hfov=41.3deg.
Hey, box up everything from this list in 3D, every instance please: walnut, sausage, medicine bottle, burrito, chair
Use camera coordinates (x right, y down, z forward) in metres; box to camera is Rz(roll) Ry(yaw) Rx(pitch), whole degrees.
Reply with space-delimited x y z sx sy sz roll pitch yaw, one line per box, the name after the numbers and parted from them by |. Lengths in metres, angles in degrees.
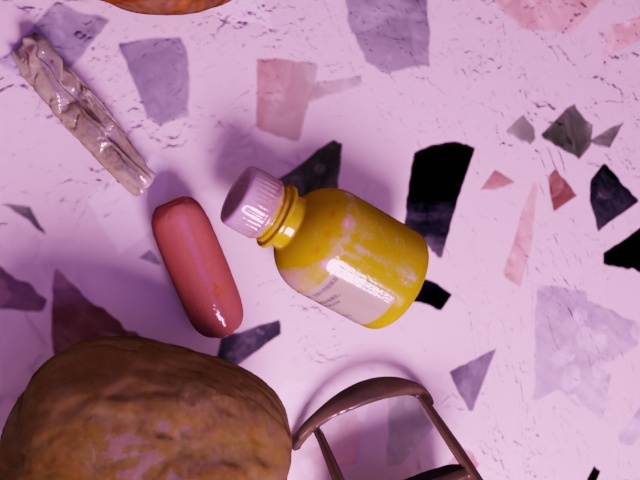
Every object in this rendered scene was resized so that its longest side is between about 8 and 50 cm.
-0.159 0.209 0.797 0.282 0.283 0.227 7 121 -23 | walnut
-0.127 0.030 0.885 0.062 0.062 0.154 -25 104 -18 | sausage
0.000 0.000 0.903 0.212 0.122 0.122 29 84 -21 | medicine bottle
-0.233 -0.123 0.841 0.045 0.041 0.185 -42 106 -4 | burrito
0.091 0.309 0.951 0.188 0.272 0.166 -13 143 -20 | chair

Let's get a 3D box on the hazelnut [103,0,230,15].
-0.145 -0.309 0.778 0.214 0.176 0.214 -18 146 -13 | hazelnut
